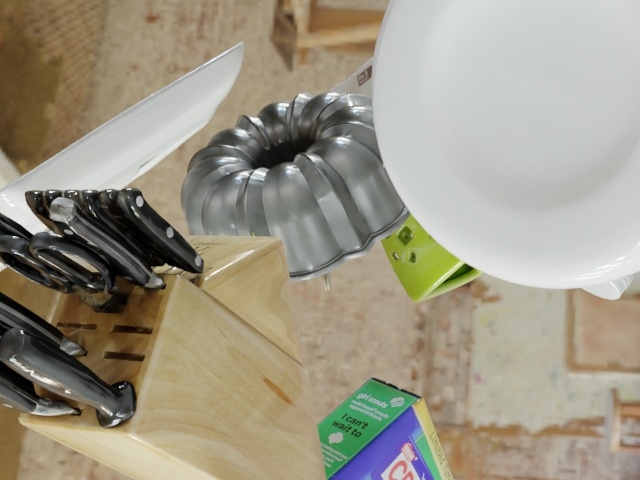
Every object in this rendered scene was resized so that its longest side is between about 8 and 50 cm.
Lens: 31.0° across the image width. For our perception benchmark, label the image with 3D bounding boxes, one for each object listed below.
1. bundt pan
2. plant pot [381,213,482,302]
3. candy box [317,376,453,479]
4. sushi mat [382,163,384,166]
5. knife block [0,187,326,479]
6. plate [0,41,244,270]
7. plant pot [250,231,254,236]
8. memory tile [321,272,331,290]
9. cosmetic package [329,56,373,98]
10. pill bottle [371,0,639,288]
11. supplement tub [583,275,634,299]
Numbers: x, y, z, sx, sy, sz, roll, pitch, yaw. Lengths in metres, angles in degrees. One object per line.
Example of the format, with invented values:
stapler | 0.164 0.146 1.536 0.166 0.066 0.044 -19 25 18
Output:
bundt pan | -0.037 -0.085 1.490 0.330 0.331 0.124 -77 -30 -54
plant pot | 0.199 -0.069 1.690 0.207 0.228 0.227 55 -151 13
candy box | 0.039 0.391 1.589 0.317 0.122 0.268 -39 -56 -27
sushi mat | 0.095 -0.138 0.961 0.316 0.019 0.151 -156 86 -89
knife block | -0.109 0.094 0.666 0.242 0.088 0.275 -31 -63 -53
plate | -0.212 -0.054 1.043 0.277 0.045 0.278 -40 8 -36
plant pot | -0.096 0.043 1.259 0.083 0.079 0.083 159 90 -87
memory tile | 0.000 0.000 1.821 0.113 0.012 0.148 -83 -16 -78
cosmetic package | 0.185 -0.170 1.997 0.217 0.385 0.156 -37 57 47
pill bottle | 0.232 -0.105 0.783 0.408 0.229 0.229 -11 -73 -53
supplement tub | 0.262 -0.010 1.019 0.107 0.071 0.071 -56 -15 -12
